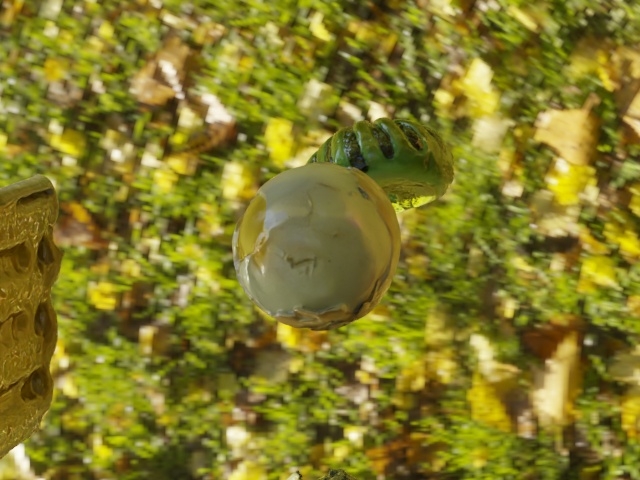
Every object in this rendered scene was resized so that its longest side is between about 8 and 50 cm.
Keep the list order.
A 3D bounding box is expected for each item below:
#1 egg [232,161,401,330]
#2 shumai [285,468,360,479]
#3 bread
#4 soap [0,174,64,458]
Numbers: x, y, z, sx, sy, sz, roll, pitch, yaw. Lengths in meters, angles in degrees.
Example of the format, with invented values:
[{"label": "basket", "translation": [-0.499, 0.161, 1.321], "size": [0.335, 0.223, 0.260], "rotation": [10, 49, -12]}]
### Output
[{"label": "egg", "translation": [0.000, 0.000, 0.710], "size": [0.071, 0.083, 0.071], "rotation": [3, 111, 7]}, {"label": "shumai", "translation": [0.003, 0.330, 1.301], "size": [0.218, 0.189, 0.256], "rotation": [41, 81, -17]}, {"label": "bread", "translation": [0.053, -0.068, 1.528], "size": [0.139, 0.130, 0.071], "rotation": [-30, 61, 44]}, {"label": "soap", "translation": [-0.332, 0.079, 1.467], "size": [0.143, 0.281, 0.259], "rotation": [9, 101, 13]}]
